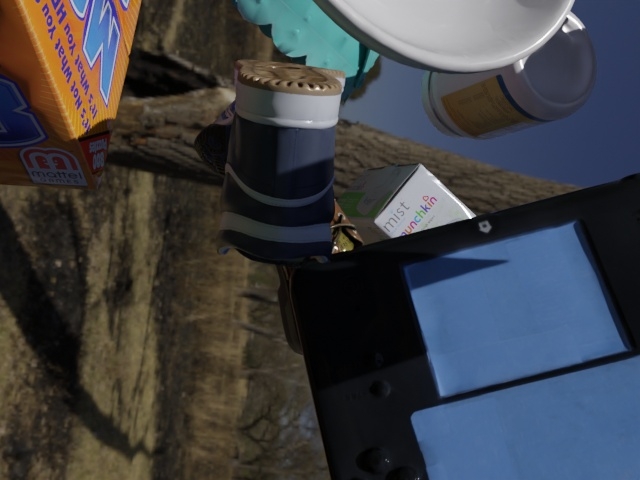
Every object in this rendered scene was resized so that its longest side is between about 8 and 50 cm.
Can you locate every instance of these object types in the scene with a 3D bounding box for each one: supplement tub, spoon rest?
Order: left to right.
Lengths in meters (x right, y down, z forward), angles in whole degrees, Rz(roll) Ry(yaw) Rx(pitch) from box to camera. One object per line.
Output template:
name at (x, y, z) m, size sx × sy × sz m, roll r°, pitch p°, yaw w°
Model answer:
spoon rest at (-0.016, -0.149, 0.294) m, size 0.084 × 0.276 × 0.137 m, roll 145°, pitch -45°, yaw -75°
supplement tub at (0.237, -0.211, 0.962) m, size 0.199 × 0.144 × 0.144 m, roll -7°, pitch -105°, yaw 63°

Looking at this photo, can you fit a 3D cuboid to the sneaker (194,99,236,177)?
sneaker at (-0.084, -0.144, 0.930) m, size 0.211 × 0.080 × 0.081 m, roll -24°, pitch -158°, yaw 48°

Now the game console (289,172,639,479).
game console at (0.189, 0.127, 0.639) m, size 0.060 × 0.386 × 0.342 m, roll 74°, pitch 2°, yaw -69°

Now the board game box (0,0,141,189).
board game box at (-0.378, -0.297, 0.654) m, size 0.356 × 0.356 × 0.356 m, roll 94°, pitch -1°, yaw -60°

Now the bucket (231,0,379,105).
bucket at (-0.011, -0.349, 1.038) m, size 0.183 × 0.281 × 0.281 m, roll -48°, pitch -168°, yaw 9°

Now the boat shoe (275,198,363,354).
boat shoe at (0.000, 0.000, 0.832) m, size 0.111 × 0.104 × 0.307 m, roll -37°, pitch 121°, yaw -37°

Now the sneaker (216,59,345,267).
sneaker at (-0.032, -0.072, 0.634) m, size 0.282 × 0.099 × 0.153 m, roll -91°, pitch -175°, yaw -74°

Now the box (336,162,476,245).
box at (0.163, -0.011, 1.247) m, size 0.127 × 0.231 × 0.262 m, roll -51°, pitch -165°, yaw -7°
